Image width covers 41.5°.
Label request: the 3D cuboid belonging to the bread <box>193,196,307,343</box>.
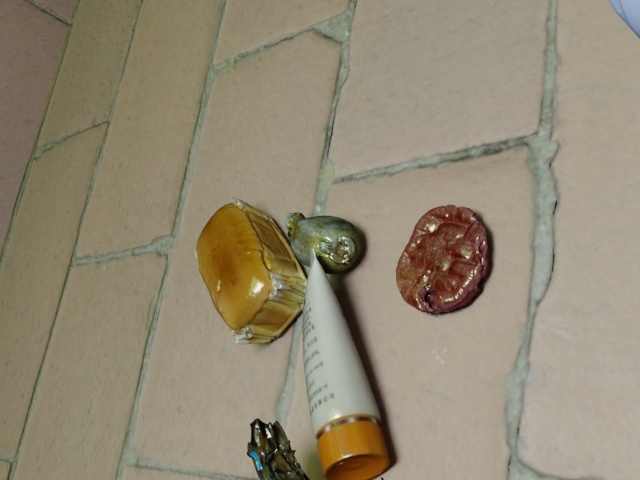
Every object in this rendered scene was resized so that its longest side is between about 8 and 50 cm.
[{"bbox_3d":[-0.118,0.045,1.350,0.136,0.107,0.241,-52,40,19],"label":"bread"}]

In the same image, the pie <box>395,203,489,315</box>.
[{"bbox_3d":[0.161,0.026,1.104,0.154,0.038,0.153,-26,50,35],"label":"pie"}]

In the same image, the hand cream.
[{"bbox_3d":[0.012,0.171,1.146,0.139,0.089,0.314,95,162,-52],"label":"hand cream"}]

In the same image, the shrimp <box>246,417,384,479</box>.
[{"bbox_3d":[0.013,0.314,0.993,0.290,0.054,0.222,55,137,18],"label":"shrimp"}]

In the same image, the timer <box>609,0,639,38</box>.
[{"bbox_3d":[0.436,-0.283,0.703,0.173,0.395,0.394,26,90,52],"label":"timer"}]

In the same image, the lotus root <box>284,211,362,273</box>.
[{"bbox_3d":[0.001,0.002,1.262,0.165,0.088,0.088,23,87,52],"label":"lotus root"}]
